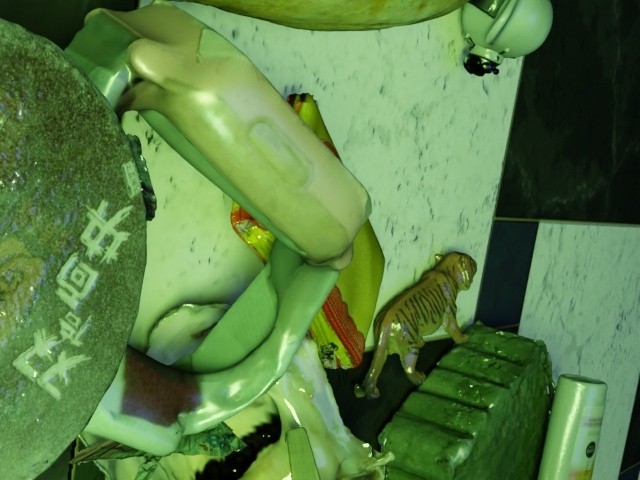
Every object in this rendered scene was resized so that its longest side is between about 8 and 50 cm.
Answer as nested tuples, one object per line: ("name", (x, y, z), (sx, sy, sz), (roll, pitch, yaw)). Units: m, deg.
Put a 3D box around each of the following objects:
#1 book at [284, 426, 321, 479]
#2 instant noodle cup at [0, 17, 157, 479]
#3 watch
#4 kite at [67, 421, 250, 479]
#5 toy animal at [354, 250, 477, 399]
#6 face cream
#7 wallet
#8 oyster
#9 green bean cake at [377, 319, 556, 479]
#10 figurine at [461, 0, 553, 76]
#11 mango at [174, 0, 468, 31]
("book", (0.023, 0.308, 0.736), (0.215, 0.025, 0.283), (-112, -172, -71))
("instant noodle cup", (-0.223, 0.000, 0.443), (0.217, 0.207, 0.218), (-22, 118, -50))
("watch", (-0.107, 0.005, 0.642), (0.241, 0.162, 0.253), (-46, 125, -1))
("kite", (-0.111, 0.146, 0.668), (0.157, 0.139, 0.011), (-59, 136, -67))
("toy animal", (0.104, 0.092, 1.087), (0.241, 0.056, 0.099), (-32, 120, -44))
("face cream", (0.298, 0.263, 1.185), (0.084, 0.057, 0.198), (5, 94, -46))
("wallet", (0.000, 0.000, 0.856), (0.241, 0.067, 0.141), (60, 34, -48))
("oyster", (-0.067, 0.164, 0.820), (0.275, 0.100, 0.271), (-21, 119, -30))
("green bean cake", (0.181, 0.259, 1.183), (0.255, 0.132, 0.241), (-44, 134, -35))
("figurine", (0.208, -0.262, 1.047), (0.192, 0.126, 0.147), (-62, 156, 7))
("mango", (-0.005, -0.231, 0.699), (0.329, 0.176, 0.177), (-2, 136, -47))
